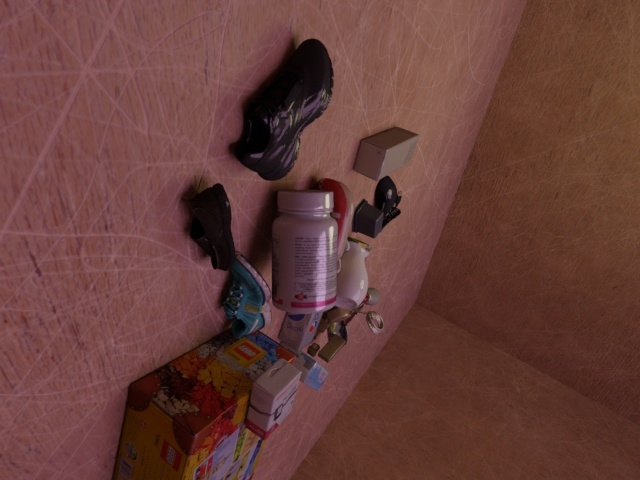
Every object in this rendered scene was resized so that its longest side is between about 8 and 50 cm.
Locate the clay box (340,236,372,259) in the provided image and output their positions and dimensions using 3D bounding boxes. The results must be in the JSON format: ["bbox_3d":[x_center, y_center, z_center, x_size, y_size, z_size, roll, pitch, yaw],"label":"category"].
[{"bbox_3d":[0.133,0.062,1.757,0.127,0.053,0.222,-63,160,4],"label":"clay box"}]

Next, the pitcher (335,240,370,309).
[{"bbox_3d":[0.079,0.094,1.402,0.178,0.125,0.207,43,47,-37],"label":"pitcher"}]

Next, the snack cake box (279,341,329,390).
[{"bbox_3d":[-0.070,0.465,1.656,0.089,0.152,0.264,-56,158,-14],"label":"snack cake box"}]

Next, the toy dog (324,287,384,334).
[{"bbox_3d":[0.084,0.239,1.703,0.334,0.161,0.220,31,46,-40],"label":"toy dog"}]

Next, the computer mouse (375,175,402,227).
[{"bbox_3d":[0.290,-0.160,1.791,0.184,0.060,0.262,-41,145,-34],"label":"computer mouse"}]

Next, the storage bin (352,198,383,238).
[{"bbox_3d":[0.181,-0.076,1.648,0.098,0.091,0.135,-49,156,-29],"label":"storage bin"}]

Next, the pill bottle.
[{"bbox_3d":[-0.038,0.021,1.088,0.160,0.160,0.283,-17,110,-61],"label":"pill bottle"}]

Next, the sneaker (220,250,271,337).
[{"bbox_3d":[-0.185,0.143,1.085,0.110,0.107,0.275,-29,139,-26],"label":"sneaker"}]

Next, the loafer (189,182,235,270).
[{"bbox_3d":[-0.216,-0.019,0.871,0.078,0.080,0.220,-14,139,-18],"label":"loafer"}]

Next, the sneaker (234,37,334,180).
[{"bbox_3d":[-0.070,-0.255,0.859,0.130,0.109,0.286,11,104,-61],"label":"sneaker"}]

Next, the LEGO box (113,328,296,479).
[{"bbox_3d":[-0.301,0.513,1.139,0.372,0.193,0.500,-23,136,-58],"label":"LEGO box"}]

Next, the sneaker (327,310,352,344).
[{"bbox_3d":[0.067,0.306,1.870,0.118,0.107,0.279,-131,-130,-72],"label":"sneaker"}]

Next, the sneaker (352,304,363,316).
[{"bbox_3d":[0.164,0.314,2.124,0.074,0.063,0.170,-63,163,4],"label":"sneaker"}]

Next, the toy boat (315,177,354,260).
[{"bbox_3d":[-0.009,-0.056,1.209,0.151,0.151,0.231,10,98,-28],"label":"toy boat"}]

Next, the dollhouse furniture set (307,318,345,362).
[{"bbox_3d":[0.006,0.419,1.774,0.144,0.151,0.123,-39,150,-40],"label":"dollhouse furniture set"}]

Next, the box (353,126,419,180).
[{"bbox_3d":[0.222,-0.291,1.473,0.275,0.094,0.113,-31,143,-51],"label":"box"}]

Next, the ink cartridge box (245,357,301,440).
[{"bbox_3d":[-0.110,0.368,1.042,0.109,0.063,0.150,-32,143,-51],"label":"ink cartridge box"}]

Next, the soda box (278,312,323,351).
[{"bbox_3d":[-0.044,0.225,1.504,0.098,0.091,0.286,-19,134,-59],"label":"soda box"}]

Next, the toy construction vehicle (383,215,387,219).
[{"bbox_3d":[0.263,-0.070,1.914,0.086,0.035,0.098,-60,159,-3],"label":"toy construction vehicle"}]
